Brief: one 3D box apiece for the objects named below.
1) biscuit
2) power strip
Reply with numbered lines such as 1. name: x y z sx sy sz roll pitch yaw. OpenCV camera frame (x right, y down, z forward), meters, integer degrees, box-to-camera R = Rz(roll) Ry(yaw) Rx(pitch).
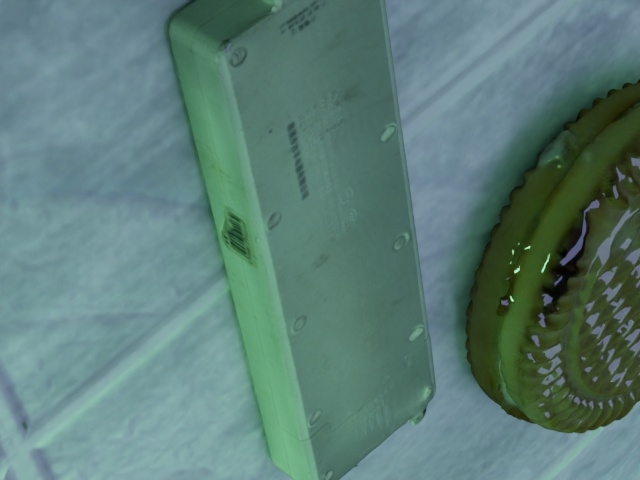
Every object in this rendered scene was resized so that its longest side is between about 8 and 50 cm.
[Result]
1. biscuit: 0.189 0.012 1.222 0.259 0.079 0.259 -30 138 -32
2. power strip: 0.000 0.000 1.021 0.106 0.043 0.367 -37 140 -25
